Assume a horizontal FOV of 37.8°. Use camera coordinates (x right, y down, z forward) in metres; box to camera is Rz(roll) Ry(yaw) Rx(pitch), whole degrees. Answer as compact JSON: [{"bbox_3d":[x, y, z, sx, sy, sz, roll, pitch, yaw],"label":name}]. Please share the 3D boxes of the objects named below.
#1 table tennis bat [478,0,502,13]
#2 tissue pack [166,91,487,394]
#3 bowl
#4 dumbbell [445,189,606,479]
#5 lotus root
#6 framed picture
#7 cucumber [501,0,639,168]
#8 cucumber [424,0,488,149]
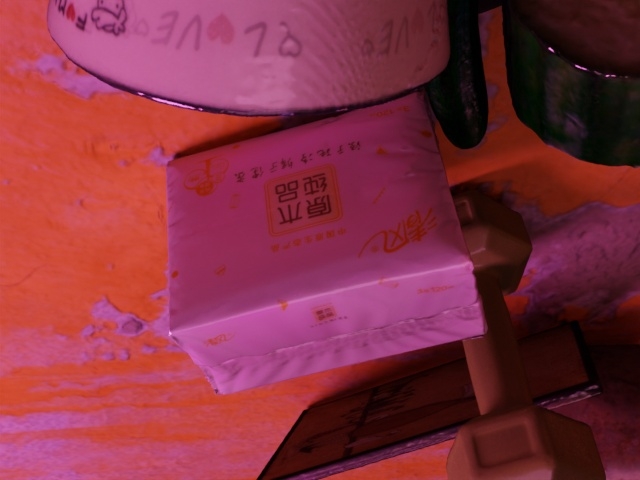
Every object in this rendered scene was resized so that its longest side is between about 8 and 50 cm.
[{"bbox_3d":[0.077,-0.259,0.587,0.173,0.022,0.301,-15,140,8],"label":"table tennis bat"},{"bbox_3d":[0.000,0.000,0.748,0.225,0.185,0.124,-14,142,7],"label":"tissue pack"},{"bbox_3d":[-0.034,-0.176,0.526,0.238,0.238,0.126,1,123,-12],"label":"bowl"},{"bbox_3d":[0.146,0.095,0.794,0.121,0.302,0.108,-19,138,15],"label":"dumbbell"},{"bbox_3d":[0.278,0.227,1.031,0.192,0.272,0.272,3,140,6],"label":"lotus root"},{"bbox_3d":[0.111,0.165,0.960,0.339,0.255,0.014,-20,94,13],"label":"framed picture"},{"bbox_3d":[0.195,-0.152,0.596,0.191,0.191,0.130,-14,141,5],"label":"cucumber"},{"bbox_3d":[0.089,-0.157,0.663,0.056,0.056,0.284,-14,143,6],"label":"cucumber"}]
